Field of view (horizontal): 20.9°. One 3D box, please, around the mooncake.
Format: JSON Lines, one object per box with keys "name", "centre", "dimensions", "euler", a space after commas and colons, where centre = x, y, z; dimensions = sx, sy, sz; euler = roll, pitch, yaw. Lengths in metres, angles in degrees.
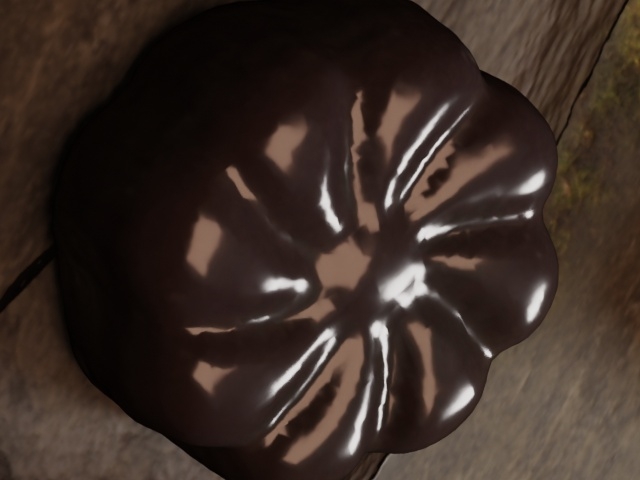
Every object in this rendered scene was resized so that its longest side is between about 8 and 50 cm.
{"name": "mooncake", "centre": [0.000, 0.000, 1.024], "dimensions": [0.306, 0.154, 0.306], "euler": [-10, 110, -29]}
